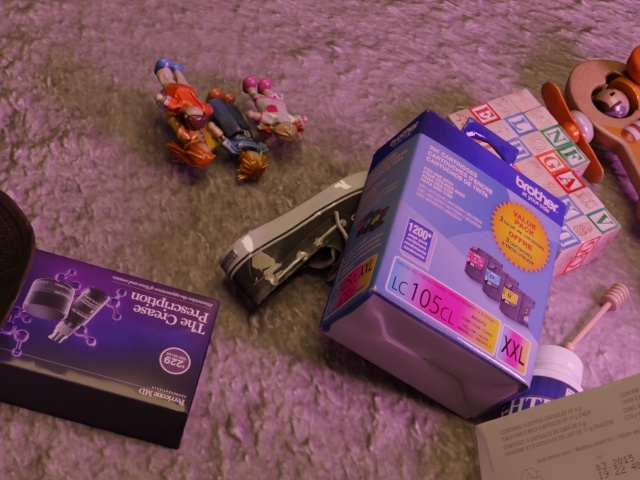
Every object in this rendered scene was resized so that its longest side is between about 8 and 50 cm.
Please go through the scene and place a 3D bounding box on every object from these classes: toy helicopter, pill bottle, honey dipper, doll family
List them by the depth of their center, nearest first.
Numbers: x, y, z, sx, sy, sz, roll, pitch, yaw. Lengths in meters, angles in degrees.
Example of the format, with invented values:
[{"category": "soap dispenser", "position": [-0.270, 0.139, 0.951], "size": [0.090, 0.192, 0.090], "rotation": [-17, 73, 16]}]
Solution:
[{"category": "pill bottle", "position": [0.298, 0.237, 1.670], "size": [0.112, 0.112, 0.186], "rotation": [21, 49, 1]}, {"category": "honey dipper", "position": [0.411, 0.120, 1.853], "size": [0.030, 0.030, 0.161], "rotation": [38, 54, 15]}, {"category": "doll family", "position": [-0.149, -0.167, 1.882], "size": [0.263, 0.118, 0.163], "rotation": [4, 42, -36]}, {"category": "toy helicopter", "position": [0.499, -0.159, 2.036], "size": [0.235, 0.140, 0.355], "rotation": [-4, 56, -17]}]

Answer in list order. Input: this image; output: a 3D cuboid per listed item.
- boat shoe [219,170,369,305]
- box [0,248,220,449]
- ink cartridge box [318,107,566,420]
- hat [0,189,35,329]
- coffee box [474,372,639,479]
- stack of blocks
[{"category": "boat shoe", "position": [0.001, -0.002, 1.775], "size": [0.306, 0.113, 0.105], "rotation": [-28, 73, -40]}, {"category": "box", "position": [-0.279, 0.137, 1.590], "size": [0.261, 0.103, 0.184], "rotation": [16, 52, -4]}, {"category": "ink cartridge box", "position": [0.184, 0.007, 1.735], "size": [0.270, 0.151, 0.395], "rotation": [32, 50, -17]}, {"category": "hat", "position": [-0.496, 0.081, 1.543], "size": [0.332, 0.134, 0.331], "rotation": [-5, 55, 7]}, {"category": "coffee box", "position": [0.408, 0.354, 1.355], "size": [0.334, 0.338, 0.338], "rotation": [33, 43, -49]}, {"category": "stack of blocks", "position": [0.337, -0.091, 1.961], "size": [0.171, 0.087, 0.297], "rotation": [-20, 60, -29]}]
